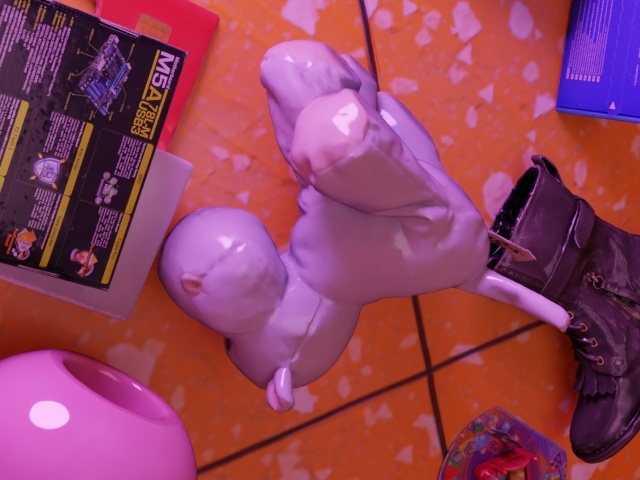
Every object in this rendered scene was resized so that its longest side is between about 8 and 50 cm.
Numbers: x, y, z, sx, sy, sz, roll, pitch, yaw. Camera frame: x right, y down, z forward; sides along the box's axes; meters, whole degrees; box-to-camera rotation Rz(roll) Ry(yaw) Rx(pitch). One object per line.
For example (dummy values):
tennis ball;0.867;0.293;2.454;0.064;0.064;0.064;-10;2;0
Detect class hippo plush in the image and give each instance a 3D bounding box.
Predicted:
hippo plush;0.000;0.000;1.016;0.236;0.234;0.294;-42;116;13

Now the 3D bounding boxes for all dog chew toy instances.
dog chew toy;-0.235;0.250;0.912;0.207;0.206;0.331;29;93;-31

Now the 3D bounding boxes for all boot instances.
boot;0.237;0.071;1.210;0.229;0.091;0.263;22;85;-26

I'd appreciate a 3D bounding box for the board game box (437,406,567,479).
board game box;0.194;0.255;1.243;0.169;0.033;0.133;35;82;-30

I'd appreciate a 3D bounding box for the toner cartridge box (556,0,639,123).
toner cartridge box;0.323;-0.281;1.129;0.075;0.165;0.347;3;99;-30

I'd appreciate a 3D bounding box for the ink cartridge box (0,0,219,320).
ink cartridge box;-0.231;-0.108;0.911;0.296;0.066;0.261;22;90;-31

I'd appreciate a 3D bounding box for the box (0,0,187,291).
box;-0.209;-0.077;0.866;0.184;0.045;0.190;17;92;-33
